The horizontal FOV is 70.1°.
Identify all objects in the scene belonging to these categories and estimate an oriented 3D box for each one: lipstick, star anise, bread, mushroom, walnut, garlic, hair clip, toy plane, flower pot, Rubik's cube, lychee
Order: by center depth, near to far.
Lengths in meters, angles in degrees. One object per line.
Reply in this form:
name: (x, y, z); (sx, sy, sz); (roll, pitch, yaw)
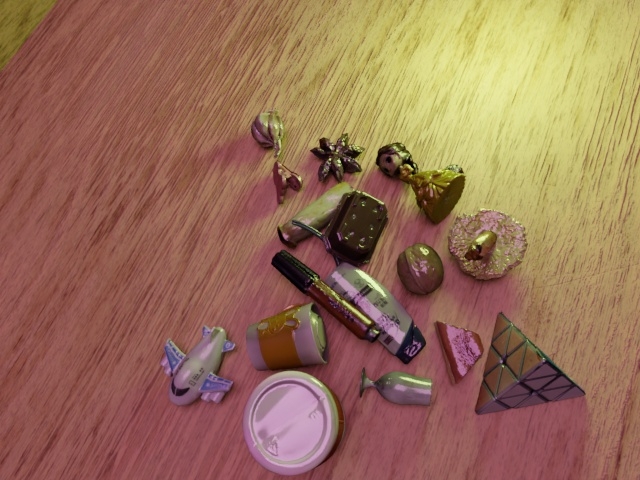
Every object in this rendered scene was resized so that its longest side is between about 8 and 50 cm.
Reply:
Rubik's cube: (0.567, 0.355, 1.265); (0.229, 0.233, 0.229); (-24, 16, -39)
bread: (0.416, 0.321, 1.345); (0.120, 0.067, 0.192); (-14, 65, 11)
mushroom: (0.517, 0.015, 1.348); (0.233, 0.301, 0.208); (-41, 101, 6)
lipstick: (0.011, 0.169, 1.414); (0.419, 0.077, 0.077); (37, 78, 24)
toy plane: (-0.379, 0.389, 1.420); (0.267, 0.122, 0.266); (-4, 70, 10)
walnut: (0.311, 0.089, 1.421); (0.140, 0.140, 0.162); (-24, 77, -1)
flower pot: (0.128, -0.052, 1.497); (0.179, 0.084, 0.250); (28, 70, -7)
hair clip: (0.000, 0.000, 1.519); (0.230, 0.039, 0.070); (41, 80, -1)
lychee: (0.458, -0.225, 1.561); (0.083, 0.068, 0.067); (21, 42, 35)
mushroom: (-0.012, -0.091, 1.577); (0.312, 0.081, 0.099); (-36, 73, -8)
hair clip: (-0.145, -0.217, 1.638); (0.138, 0.123, 0.102); (43, 52, 17)
star anise: (0.070, -0.305, 1.652); (0.197, 0.073, 0.212); (-14, 63, -3)
garlic: (-0.191, -0.388, 1.713); (0.127, 0.131, 0.193); (-8, 73, -14)

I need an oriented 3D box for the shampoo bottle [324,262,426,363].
shampoo bottle: (0.176, 0.215, 1.421); (0.134, 0.078, 0.359); (-44, 68, -9)

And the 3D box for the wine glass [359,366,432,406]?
wine glass: (0.219, 0.426, 1.321); (0.203, 0.093, 0.092); (4, 69, 12)

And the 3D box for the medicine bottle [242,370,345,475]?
medicine bottle: (-0.064, 0.500, 1.257); (0.253, 0.240, 0.252); (-4, 67, 9)

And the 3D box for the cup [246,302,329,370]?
cup: (-0.095, 0.286, 1.404); (0.227, 0.185, 0.241); (-16, 32, 9)

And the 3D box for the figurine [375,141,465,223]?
figurine: (0.310, -0.219, 1.540); (0.168, 0.187, 0.315); (-45, 60, -5)
